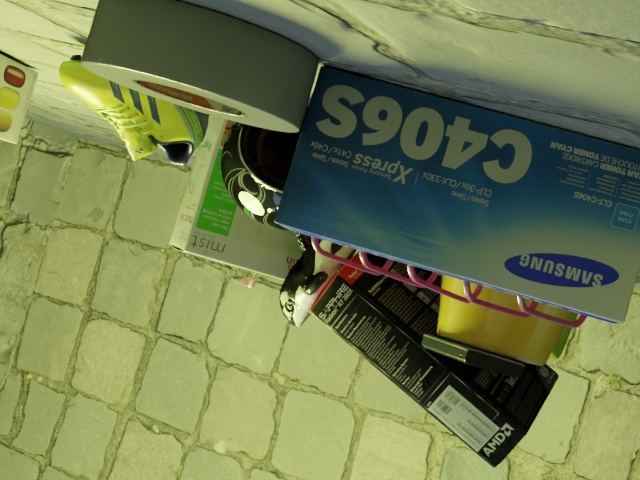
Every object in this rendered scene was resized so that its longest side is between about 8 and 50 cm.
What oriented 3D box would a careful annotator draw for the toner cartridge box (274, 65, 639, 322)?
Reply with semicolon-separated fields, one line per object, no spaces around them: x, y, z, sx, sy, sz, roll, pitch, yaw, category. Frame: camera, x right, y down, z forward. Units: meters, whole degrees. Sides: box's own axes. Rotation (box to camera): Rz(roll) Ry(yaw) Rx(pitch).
0.145;-0.045;1.260;0.348;0.165;0.075;16;179;10;toner cartridge box

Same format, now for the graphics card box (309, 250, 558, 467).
0.181;0.159;1.997;0.371;0.094;0.233;39;-154;6;graphics card box

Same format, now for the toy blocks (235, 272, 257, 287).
0.011;-0.011;2.365;0.288;0.260;0.309;16;179;-15;toy blocks

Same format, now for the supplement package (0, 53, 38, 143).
-0.588;-0.255;2.139;0.134;0.139;0.244;17;180;10;supplement package

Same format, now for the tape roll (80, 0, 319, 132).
-0.115;-0.169;1.241;0.219;0.072;0.219;17;178;1;tape roll

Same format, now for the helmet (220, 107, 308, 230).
-0.047;-0.093;1.686;0.169;0.169;0.161;16;161;0;helmet

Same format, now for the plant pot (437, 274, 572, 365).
0.278;0.045;1.873;0.254;0.239;0.254;17;178;0;plant pot

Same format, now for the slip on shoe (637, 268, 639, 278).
0.405;-0.001;1.630;0.123;0.101;0.331;-22;166;39;slip on shoe

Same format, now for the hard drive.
0.213;0.162;1.822;0.094;0.022;0.135;17;178;-22;hard drive

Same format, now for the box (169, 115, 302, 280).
-0.085;-0.060;2.110;0.262;0.231;0.127;18;179;-19;box

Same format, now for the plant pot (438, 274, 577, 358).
0.313;0.050;2.173;0.227;0.228;0.207;16;171;25;plant pot

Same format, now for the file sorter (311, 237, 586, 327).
0.167;-0.024;1.480;0.290;0.182;0.202;16;178;35;file sorter

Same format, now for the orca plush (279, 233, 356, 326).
0.000;0.000;1.995;0.102;0.287;0.151;38;-139;7;orca plush

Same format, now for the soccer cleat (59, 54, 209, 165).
-0.249;-0.172;1.755;0.093;0.121;0.289;16;179;31;soccer cleat
